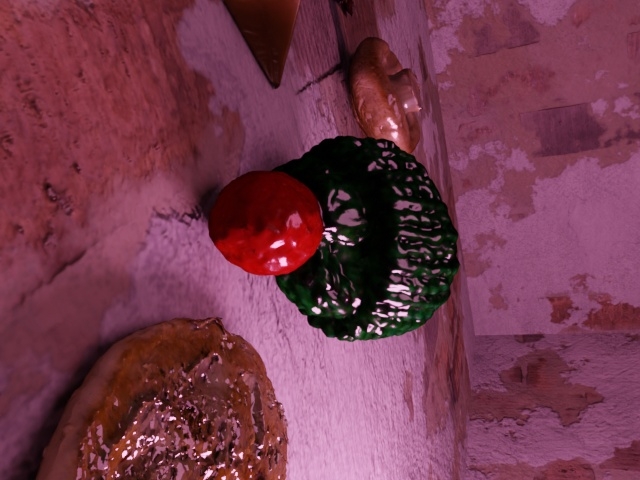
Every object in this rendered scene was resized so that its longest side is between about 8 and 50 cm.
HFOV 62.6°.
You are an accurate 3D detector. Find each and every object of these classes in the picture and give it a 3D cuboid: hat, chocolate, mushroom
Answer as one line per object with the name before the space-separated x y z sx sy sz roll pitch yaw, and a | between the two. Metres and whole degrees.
hat | 0.000 0.000 0.659 0.332 0.242 0.274 0 61 -46
chocolate | 0.036 -0.523 1.068 0.182 0.028 0.085 -7 94 -70
mushroom | 0.140 -0.306 1.126 0.278 0.146 0.278 46 36 -47

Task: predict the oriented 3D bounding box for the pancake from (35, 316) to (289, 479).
pancake | -0.113 0.234 0.465 0.356 0.065 0.355 -4 90 -68

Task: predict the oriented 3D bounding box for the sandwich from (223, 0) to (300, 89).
sandwich | -0.040 -0.293 0.704 0.163 0.114 0.079 58 34 -50
